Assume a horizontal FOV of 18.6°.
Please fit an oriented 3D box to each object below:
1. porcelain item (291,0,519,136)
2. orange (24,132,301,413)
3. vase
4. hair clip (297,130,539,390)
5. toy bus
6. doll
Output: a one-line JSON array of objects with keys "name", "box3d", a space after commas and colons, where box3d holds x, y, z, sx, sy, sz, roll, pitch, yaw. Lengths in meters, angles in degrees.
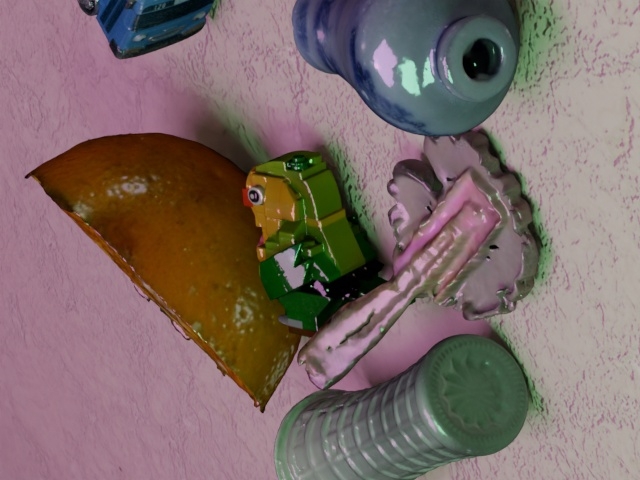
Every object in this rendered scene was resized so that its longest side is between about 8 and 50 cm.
[{"name": "porcelain item", "box3d": [0.068, -0.163, 1.580, 0.259, 0.141, 0.141, 29, 138, 61]}, {"name": "orange", "box3d": [-0.159, 0.021, 2.005, 0.310, 0.274, 0.274, 12, 135, 9]}, {"name": "vase", "box3d": [0.077, 0.176, 1.855, 0.143, 0.143, 0.299, 61, 150, 4]}, {"name": "hair clip", "box3d": [0.086, 0.027, 1.734, 0.300, 0.069, 0.173, -47, 71, 37]}, {"name": "toy bus", "box3d": [-0.195, -0.310, 1.916, 0.234, 0.116, 0.133, 60, 150, 9]}, {"name": "doll", "box3d": [-0.006, 0.003, 1.873, 0.134, 0.106, 0.186, -28, 89, 46]}]
